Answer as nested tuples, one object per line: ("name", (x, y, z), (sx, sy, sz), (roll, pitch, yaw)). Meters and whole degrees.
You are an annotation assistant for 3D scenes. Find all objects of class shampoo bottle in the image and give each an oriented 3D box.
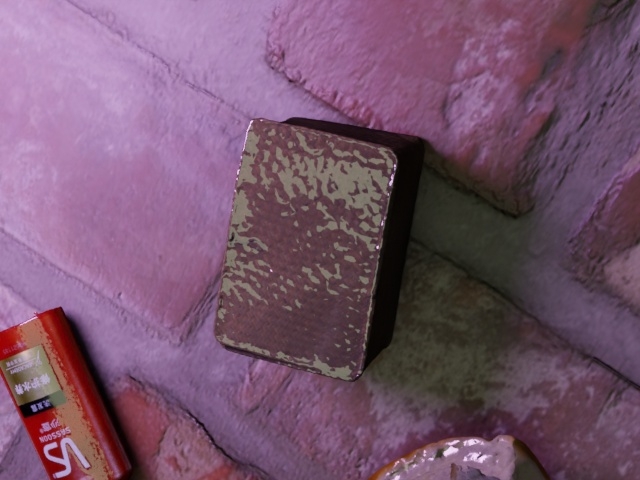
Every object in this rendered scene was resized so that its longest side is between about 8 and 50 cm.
("shampoo bottle", (-0.328, 0.245, 1.462), (0.118, 0.076, 0.314), (-22, 93, 17))

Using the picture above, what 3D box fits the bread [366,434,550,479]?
("bread", (0.172, 0.373, 1.252), (0.250, 0.225, 0.279), (-27, 102, 25))

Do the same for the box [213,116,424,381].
("box", (-0.001, 0.001, 1.285), (0.184, 0.143, 0.273), (12, 104, 14))
